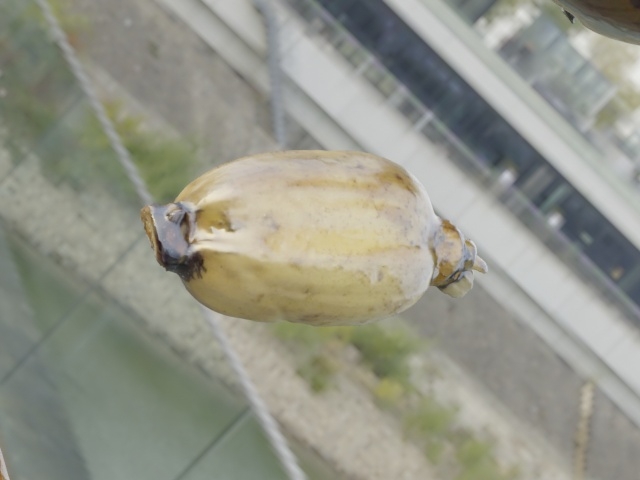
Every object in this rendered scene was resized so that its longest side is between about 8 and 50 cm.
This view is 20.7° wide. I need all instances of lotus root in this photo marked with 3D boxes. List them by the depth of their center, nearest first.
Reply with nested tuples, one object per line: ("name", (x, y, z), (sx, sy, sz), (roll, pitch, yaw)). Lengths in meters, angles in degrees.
("lotus root", (0.000, 0.000, 0.701), (0.152, 0.063, 0.072), (7, 61, -21))

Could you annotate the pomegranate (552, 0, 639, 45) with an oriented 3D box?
("pomegranate", (0.165, -0.180, 0.782), (0.159, 0.205, 0.159), (18, 31, -11))

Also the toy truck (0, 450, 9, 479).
("toy truck", (-0.247, 0.139, 0.436), (0.184, 0.338, 0.133), (-8, -80, 53))
